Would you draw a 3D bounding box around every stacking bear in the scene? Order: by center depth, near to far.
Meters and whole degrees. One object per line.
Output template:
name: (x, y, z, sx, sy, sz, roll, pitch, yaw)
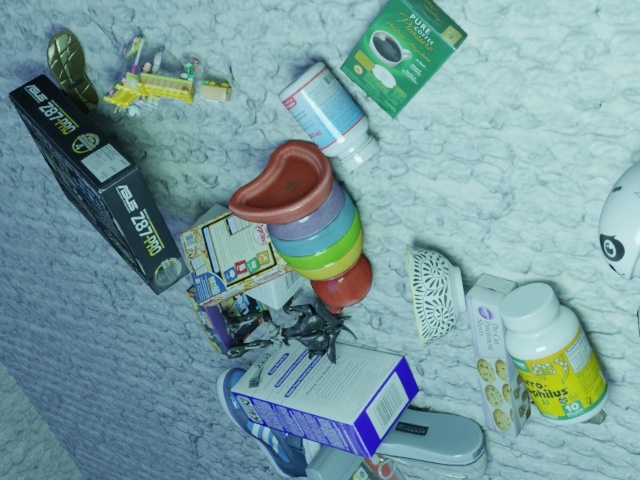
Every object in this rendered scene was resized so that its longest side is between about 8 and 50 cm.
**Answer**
stacking bear: (0.000, 0.000, 1.588, 0.164, 0.175, 0.289, 19, 149, 43)

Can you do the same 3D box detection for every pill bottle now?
pill bottle: (0.016, -0.186, 1.418, 0.160, 0.087, 0.087, 51, 146, -10)
pill bottle: (0.354, 0.172, 1.428, 0.117, 0.117, 0.208, -3, 125, 47)

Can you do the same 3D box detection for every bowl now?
bowl: (0.191, 0.084, 1.503, 0.080, 0.170, 0.170, -10, 128, 8)

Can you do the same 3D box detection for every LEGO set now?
LEGO set: (-0.280, -0.293, 1.634, 0.287, 0.107, 0.132, 0, 161, 41)

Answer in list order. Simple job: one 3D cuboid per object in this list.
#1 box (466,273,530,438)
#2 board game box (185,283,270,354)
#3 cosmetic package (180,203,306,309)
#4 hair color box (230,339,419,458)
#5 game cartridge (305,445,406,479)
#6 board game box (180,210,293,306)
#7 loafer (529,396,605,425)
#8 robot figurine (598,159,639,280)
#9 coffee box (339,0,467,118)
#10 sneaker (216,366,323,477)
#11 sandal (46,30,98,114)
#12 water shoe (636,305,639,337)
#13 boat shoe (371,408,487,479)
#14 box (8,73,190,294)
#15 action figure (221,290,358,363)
box: (0.302, 0.200, 1.560, 0.067, 0.063, 0.324, 16, 137, 33)
board game box: (-0.188, 0.129, 1.923, 0.048, 0.141, 0.170, 11, 135, 40)
cosmetic package: (-0.143, 0.029, 1.790, 0.231, 0.117, 0.085, 25, 143, 28)
hair color box: (0.005, 0.302, 1.869, 0.339, 0.185, 0.110, 8, 134, 42)
game cartridge: (0.096, 0.556, 2.039, 0.060, 0.196, 0.294, -13, 118, 52)
board game box: (-0.151, 0.018, 1.698, 0.193, 0.045, 0.147, -24, 70, 18)
loafer: (0.411, 0.283, 1.557, 0.125, 0.039, 0.045, 23, 140, 29)
robot figurine: (0.465, 0.009, 1.084, 0.278, 0.173, 0.209, 28, 130, 22)
coffee box: (0.111, -0.259, 1.283, 0.113, 0.040, 0.184, 43, 147, 1)
sneaker: (-0.071, 0.402, 2.128, 0.236, 0.130, 0.323, -27, 102, 45)
sandal: (-0.489, -0.328, 1.820, 0.049, 0.072, 0.180, 44, 158, 41)
water shoe: (0.513, 0.166, 1.319, 0.080, 0.073, 0.203, -21, 113, 25)
boat shoe: (0.170, 0.409, 1.880, 0.367, 0.136, 0.156, 5, 134, 30)
box: (-0.438, -0.110, 1.837, 0.395, 0.097, 0.318, 40, 157, 37)
action figure: (-0.053, 0.161, 1.829, 0.275, 0.141, 0.164, -7, 116, 18)
